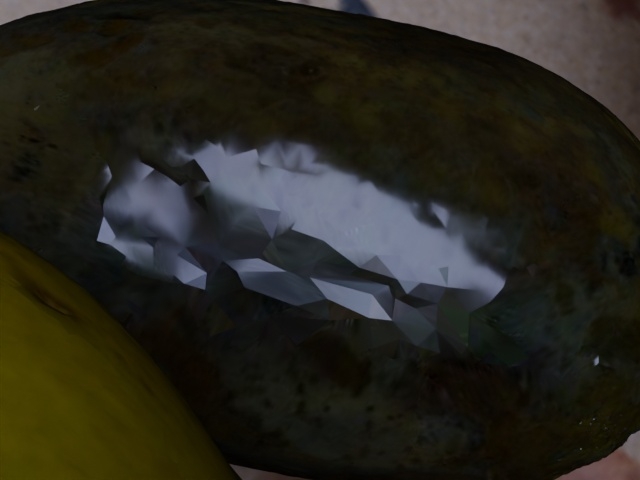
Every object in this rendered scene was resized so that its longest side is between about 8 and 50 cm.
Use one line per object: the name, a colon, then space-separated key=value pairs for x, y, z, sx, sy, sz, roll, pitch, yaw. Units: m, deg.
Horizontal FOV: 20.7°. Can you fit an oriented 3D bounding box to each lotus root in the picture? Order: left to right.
lotus root: x=0.000 y=0.000 z=0.603 sx=0.275 sy=0.152 sz=0.160 roll=11 pitch=93 yaw=-6

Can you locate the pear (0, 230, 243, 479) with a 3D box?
pear: x=-0.161 y=0.157 z=0.442 sx=0.418 sy=0.362 sz=0.362 roll=22 pitch=77 yaw=12
